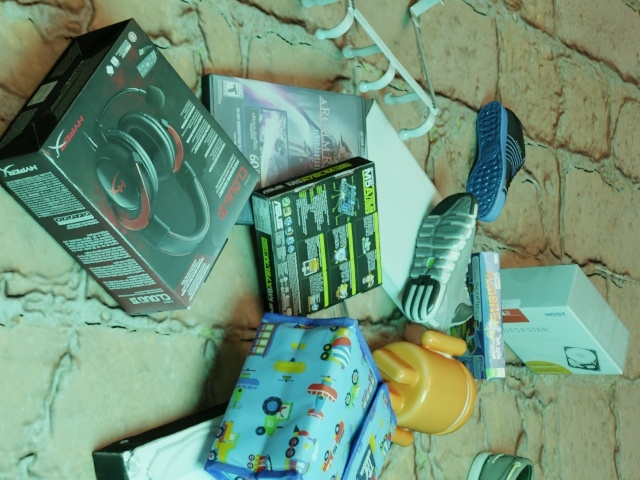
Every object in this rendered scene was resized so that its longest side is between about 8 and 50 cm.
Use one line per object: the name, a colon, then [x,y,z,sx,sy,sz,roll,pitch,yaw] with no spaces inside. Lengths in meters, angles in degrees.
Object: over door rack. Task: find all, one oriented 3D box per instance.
over door rack: [0.083,-0.332,1.714,0.239,0.108,0.324,46,36,-35]

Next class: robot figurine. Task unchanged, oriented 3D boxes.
robot figurine: [0.151,0.222,1.694,0.219,0.128,0.158,23,60,-47]

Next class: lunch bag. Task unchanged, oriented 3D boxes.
lunch bag: [0.004,0.264,1.437,0.293,0.138,0.221,58,43,-45]

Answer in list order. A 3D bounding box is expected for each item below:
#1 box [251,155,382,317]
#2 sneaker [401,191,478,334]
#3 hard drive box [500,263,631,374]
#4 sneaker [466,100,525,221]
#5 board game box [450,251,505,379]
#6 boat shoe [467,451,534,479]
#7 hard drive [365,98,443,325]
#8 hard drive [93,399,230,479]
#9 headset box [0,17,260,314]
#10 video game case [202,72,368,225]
box: [0.000,0.000,1.538,0.184,0.045,0.191,-23,119,-35]
sneaker: [0.206,0.046,1.772,0.132,0.086,0.229,45,62,-44]
hard drive box: [0.410,0.142,1.982,0.232,0.181,0.089,44,54,-37]
sneaker: [0.318,-0.129,1.985,0.090,0.081,0.232,28,62,-37]
board game box: [0.250,0.123,1.828,0.035,0.136,0.201,0,85,-16]
boat shoe: [0.277,0.489,1.838,0.109,0.091,0.305,42,54,-39]
hard drive: [0.114,-0.040,1.757,0.307,0.040,0.203,52,49,-34]
hard drive: [-0.117,0.327,1.405,0.339,0.064,0.237,-12,94,-52]
headset box: [-0.210,-0.070,1.309,0.293,0.110,0.218,52,48,-32]
video game case: [-0.041,-0.116,1.552,0.274,0.026,0.196,2,83,-39]
